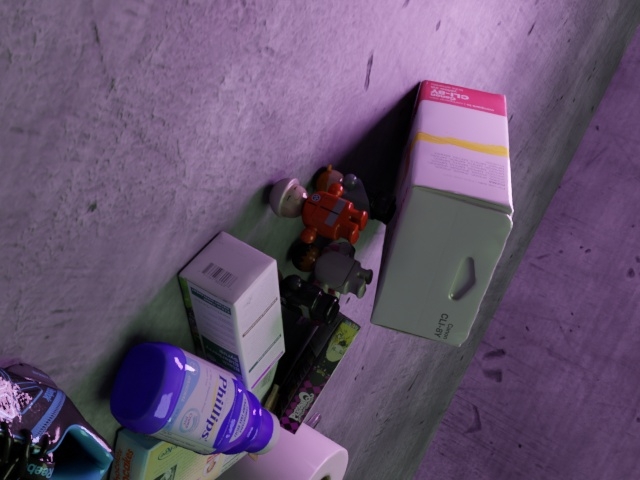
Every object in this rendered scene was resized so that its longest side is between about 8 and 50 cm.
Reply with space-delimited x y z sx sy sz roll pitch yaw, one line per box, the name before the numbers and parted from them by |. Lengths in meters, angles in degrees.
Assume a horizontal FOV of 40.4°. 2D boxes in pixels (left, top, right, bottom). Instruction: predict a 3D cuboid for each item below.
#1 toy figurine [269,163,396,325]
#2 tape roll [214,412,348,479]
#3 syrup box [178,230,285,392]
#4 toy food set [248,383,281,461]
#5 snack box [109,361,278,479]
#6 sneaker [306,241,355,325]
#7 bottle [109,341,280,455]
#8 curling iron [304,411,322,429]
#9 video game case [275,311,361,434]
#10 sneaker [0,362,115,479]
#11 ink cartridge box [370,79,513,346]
toy figurine | 0.000 0.000 1.303 0.209 0.148 0.213 -33 142 -61
tape roll | -0.085 0.442 1.583 0.246 0.169 0.246 -47 153 -32
syrup box | -0.118 0.107 1.217 0.096 0.093 0.236 -48 155 -31
toy food set | -0.095 0.299 1.437 0.078 0.019 0.122 72 39 -64
snack box | -0.192 0.305 1.330 0.322 0.060 0.187 -27 139 -55
sneaker | 0.022 0.073 1.527 0.075 0.063 0.170 -28 141 -56
bottle | -0.156 0.229 1.177 0.283 0.092 0.118 39 62 -50
curling iron | -0.087 0.462 1.780 0.274 0.035 0.068 -53 160 -20
video game case | -0.010 0.221 1.530 0.210 0.042 0.232 -58 -177 -4
sneaker | -0.313 0.167 0.799 0.125 0.140 0.341 -60 157 -1
ink cartridge box | 0.203 -0.058 1.456 0.384 0.161 0.279 -76 179 -56
